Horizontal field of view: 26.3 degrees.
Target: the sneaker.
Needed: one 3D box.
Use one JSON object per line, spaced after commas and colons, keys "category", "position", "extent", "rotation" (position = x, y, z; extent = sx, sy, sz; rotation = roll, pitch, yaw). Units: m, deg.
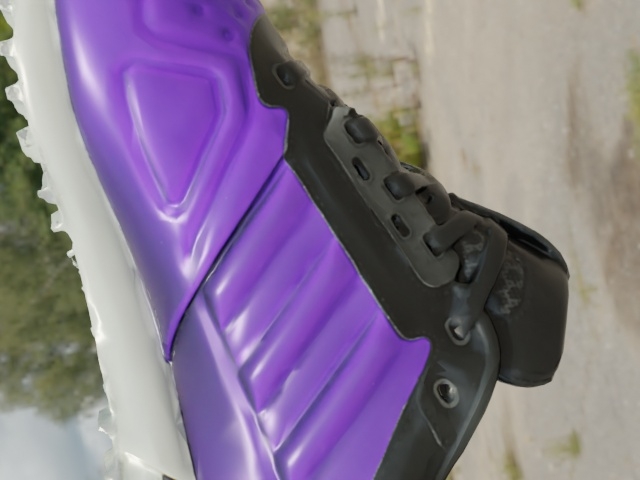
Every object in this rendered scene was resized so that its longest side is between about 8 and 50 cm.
{"category": "sneaker", "position": [0.000, 0.000, 0.425], "extent": [0.102, 0.146, 0.293], "rotation": [-40, -60, -80]}
